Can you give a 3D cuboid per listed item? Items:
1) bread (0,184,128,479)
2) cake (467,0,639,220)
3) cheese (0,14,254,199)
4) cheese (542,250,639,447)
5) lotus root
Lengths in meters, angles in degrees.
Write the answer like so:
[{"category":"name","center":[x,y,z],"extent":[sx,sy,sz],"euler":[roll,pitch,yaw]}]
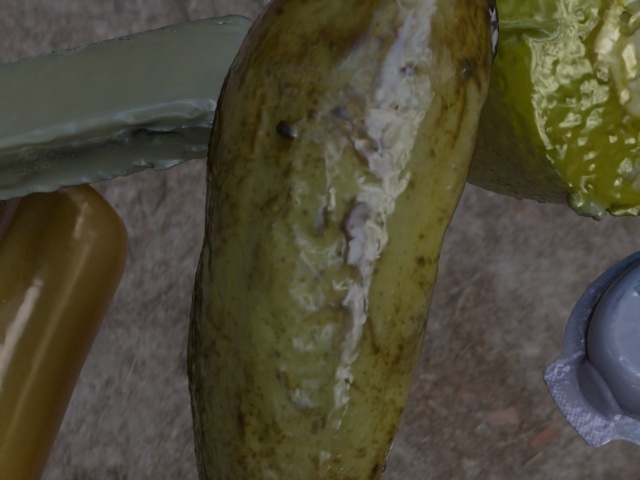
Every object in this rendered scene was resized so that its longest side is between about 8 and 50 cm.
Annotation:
[{"category":"bread","center":[-0.158,0.076,0.616],"extent":[0.074,0.092,0.239],"euler":[30,63,-23]},{"category":"cake","center":[0.179,-0.105,0.780],"extent":[0.260,0.156,0.179],"euler":[-7,98,-32]},{"category":"cheese","center":[-0.218,-0.038,0.601],"extent":[0.400,0.034,0.085],"euler":[-10,45,18]},{"category":"cheese","center":[0.250,0.042,0.768],"extent":[0.244,0.052,0.135],"euler":[-30,57,-2]},{"category":"lotus root","center":[0.000,0.000,0.477],"extent":[0.097,0.110,0.259],"euler":[12,93,-10]}]
